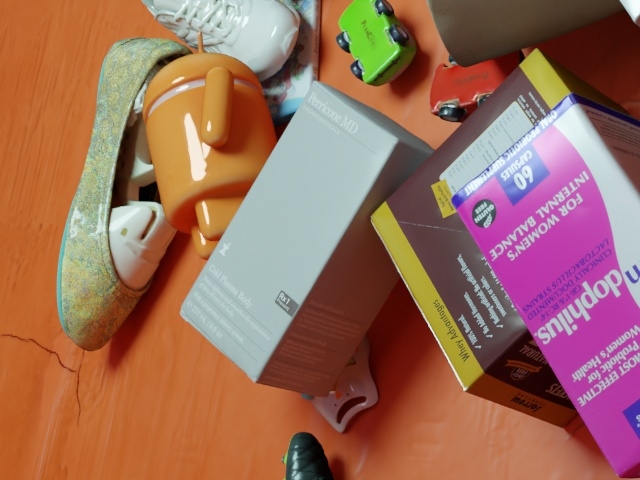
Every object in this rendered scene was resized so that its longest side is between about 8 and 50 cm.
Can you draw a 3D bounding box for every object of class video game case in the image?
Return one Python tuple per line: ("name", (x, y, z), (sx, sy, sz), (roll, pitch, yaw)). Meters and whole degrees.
("video game case", (-0.048, -0.194, 1.518), (0.119, 0.015, 0.166), (-18, 61, 39))

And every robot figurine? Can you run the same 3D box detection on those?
("robot figurine", (-0.104, -0.092, 1.432), (0.128, 0.158, 0.219), (-25, 64, 20))

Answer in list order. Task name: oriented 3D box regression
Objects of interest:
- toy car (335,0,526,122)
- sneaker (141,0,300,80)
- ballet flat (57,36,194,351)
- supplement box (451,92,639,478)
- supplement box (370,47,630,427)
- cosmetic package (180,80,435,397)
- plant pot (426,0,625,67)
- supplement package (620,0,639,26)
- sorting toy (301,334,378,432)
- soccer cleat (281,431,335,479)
("toy car", (0.078, -0.141, 1.341), (0.239, 0.053, 0.225), (-41, 47, 24))
("sneaker", (-0.116, -0.231, 1.504), (0.232, 0.115, 0.090), (23, 89, 48))
("ballet flat", (-0.194, -0.056, 1.538), (0.123, 0.123, 0.349), (-9, 66, 43))
("supplement box", (0.198, 0.031, 0.926), (0.111, 0.114, 0.220), (-43, 61, 25))
("supplement box", (0.176, 0.001, 1.121), (0.194, 0.129, 0.191), (-46, 46, 21))
("cosmetic package", (0.000, 0.000, 1.244), (0.127, 0.107, 0.238), (37, 104, 42))
("plant pot", (0.222, -0.286, 1.134), (0.274, 0.256, 0.257), (-9, 64, 18))
("supplement package", (0.297, -0.186, 0.999), (0.134, 0.244, 0.139), (-43, 47, 23))
("sorting toy", (0.015, 0.128, 1.299), (0.083, 0.045, 0.075), (-44, 66, 22))
("soccer cleat", (0.012, 0.244, 1.235), (0.072, 0.060, 0.179), (-22, 63, 26))
